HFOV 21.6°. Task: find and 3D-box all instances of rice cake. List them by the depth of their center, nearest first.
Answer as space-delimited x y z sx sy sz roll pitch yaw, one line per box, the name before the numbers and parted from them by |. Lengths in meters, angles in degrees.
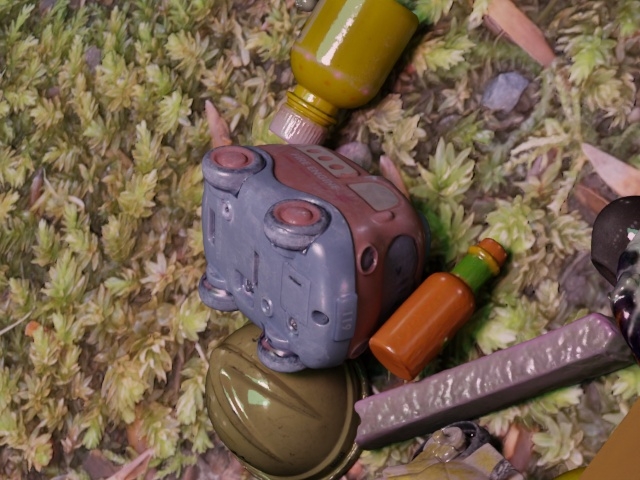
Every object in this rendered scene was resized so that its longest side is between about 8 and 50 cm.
rice cake | 0.182 0.155 1.829 0.365 0.073 0.056 -23 63 32

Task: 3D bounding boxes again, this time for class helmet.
helmet | -0.071 0.169 1.971 0.204 0.137 0.257 -53 50 10

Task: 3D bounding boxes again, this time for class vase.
vase | 0.365 -0.023 1.730 0.183 0.120 0.120 -46 51 -2

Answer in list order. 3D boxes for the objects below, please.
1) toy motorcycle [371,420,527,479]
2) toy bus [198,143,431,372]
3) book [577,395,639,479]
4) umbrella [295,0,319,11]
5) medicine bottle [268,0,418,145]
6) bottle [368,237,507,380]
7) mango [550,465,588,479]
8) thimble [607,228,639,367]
toy motorcycle | 0.116 0.296 1.702 0.223 0.108 0.340 -34 18 -3
toy bus | 0.000 0.000 1.930 0.294 0.232 0.197 39 136 44
book | 0.432 0.175 1.594 0.269 0.032 0.389 32 80 41
umbrella | -0.017 -0.357 2.171 0.067 0.062 0.143 -2 62 4
medicine bottle | 0.018 -0.210 2.049 0.122 0.122 0.212 37 98 40
bottle | 0.137 0.070 1.866 0.187 0.069 0.069 -46 48 -15
mango | 0.254 0.294 1.707 0.163 0.089 0.117 -27 55 28
thimble | 0.396 0.057 1.574 0.237 0.150 0.237 -17 50 21
